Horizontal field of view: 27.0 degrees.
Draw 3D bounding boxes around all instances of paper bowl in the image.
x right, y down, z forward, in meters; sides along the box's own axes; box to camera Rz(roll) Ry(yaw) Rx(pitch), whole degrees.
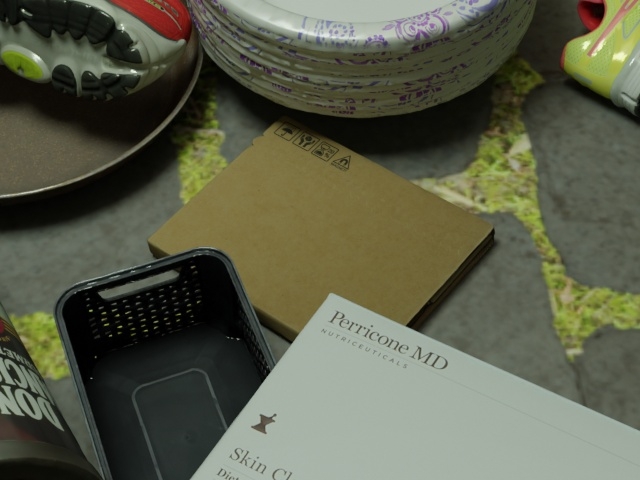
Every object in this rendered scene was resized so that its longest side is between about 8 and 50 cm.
[{"bbox_3d":[0.032,-0.216,1.064,0.284,0.148,0.284,-1,57,1],"label":"paper bowl"}]

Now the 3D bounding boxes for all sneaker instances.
[{"bbox_3d":[-0.226,-0.188,1.054,0.279,0.107,0.118,25,36,18],"label":"sneaker"},{"bbox_3d":[0.262,-0.195,1.091,0.094,0.081,0.208,21,54,22],"label":"sneaker"}]

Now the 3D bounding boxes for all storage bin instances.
[{"bbox_3d":[-0.089,0.106,0.850,0.122,0.084,0.180,-17,50,-11],"label":"storage bin"}]

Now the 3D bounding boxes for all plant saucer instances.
[{"bbox_3d":[-0.247,-0.134,1.084,0.310,0.050,0.311,-2,50,2],"label":"plant saucer"}]

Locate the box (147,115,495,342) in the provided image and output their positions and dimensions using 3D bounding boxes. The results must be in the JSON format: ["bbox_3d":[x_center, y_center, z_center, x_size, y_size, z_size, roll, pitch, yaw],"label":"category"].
[{"bbox_3d":[0.000,0.000,0.976,0.201,0.021,0.164,30,57,24],"label":"box"}]

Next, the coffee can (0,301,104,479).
[{"bbox_3d":[-0.270,0.098,0.788,0.201,0.201,0.275,-25,53,-18],"label":"coffee can"}]

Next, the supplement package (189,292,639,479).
[{"bbox_3d":[0.083,0.184,0.697,0.262,0.204,0.145,23,54,21],"label":"supplement package"}]
